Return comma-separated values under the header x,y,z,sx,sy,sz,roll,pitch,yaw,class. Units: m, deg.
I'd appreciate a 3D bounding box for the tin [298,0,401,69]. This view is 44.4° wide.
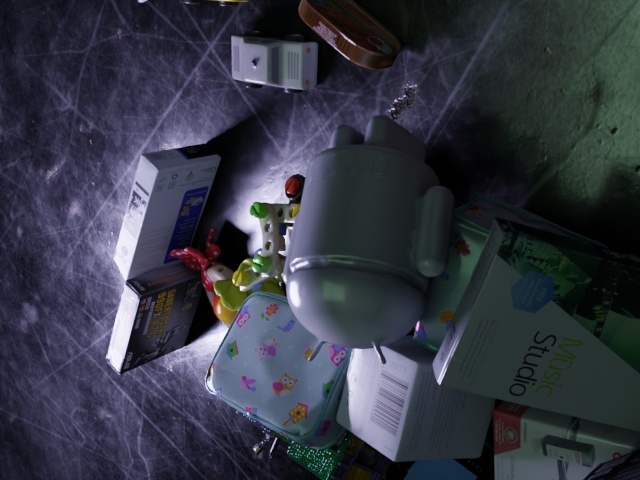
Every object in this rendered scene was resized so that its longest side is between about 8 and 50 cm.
x,y,z,sx,sy,sz,roll,pitch,yaw,class
0.045,-0.335,1.235,0.190,0.106,0.040,46,136,22,tin

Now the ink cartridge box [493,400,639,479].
x,y,z,sx,sy,sz,roll,pitch,yaw,class
0.375,0.330,1.168,0.217,0.092,0.159,6,108,37,ink cartridge box

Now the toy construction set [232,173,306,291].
x,y,z,sx,sy,sz,roll,pitch,yaw,class
0.000,0.000,1.348,0.327,0.151,0.215,7,83,32,toy construction set

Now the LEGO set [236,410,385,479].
x,y,z,sx,sy,sz,roll,pitch,yaw,class
0.021,0.310,1.423,0.331,0.192,0.255,13,73,37,LEGO set

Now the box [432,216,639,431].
x,y,z,sx,sy,sz,roll,pitch,yaw,class
0.336,0.118,1.016,0.321,0.058,0.232,13,115,-9,box

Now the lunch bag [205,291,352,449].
x,y,z,sx,sy,sz,roll,pitch,yaw,class
-0.043,0.209,1.322,0.279,0.108,0.224,17,73,39,lunch bag

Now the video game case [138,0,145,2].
x,y,z,sx,sy,sz,roll,pitch,yaw,class
-0.327,-0.564,1.543,0.157,0.019,0.143,-10,97,42,video game case

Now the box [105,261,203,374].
x,y,z,sx,sy,sz,roll,pitch,yaw,class
-0.353,0.164,1.686,0.056,0.183,0.231,40,126,26,box

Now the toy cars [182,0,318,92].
x,y,z,sx,sy,sz,roll,pitch,yaw,class
-0.159,-0.394,1.396,0.394,0.087,0.176,53,130,12,toy cars

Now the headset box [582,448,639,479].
x,y,z,sx,sy,sz,roll,pitch,yaw,class
0.474,0.383,0.930,0.283,0.131,0.246,59,138,12,headset box

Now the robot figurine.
x,y,z,sx,sy,sz,roll,pitch,yaw,class
0.061,0.002,1.129,0.299,0.199,0.354,-12,63,47,robot figurine

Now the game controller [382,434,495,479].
x,y,z,sx,sy,sz,roll,pitch,yaw,class
0.200,0.428,1.368,0.166,0.067,0.319,40,127,25,game controller

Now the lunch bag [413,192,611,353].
x,y,z,sx,sy,sz,roll,pitch,yaw,class
0.291,0.085,1.121,0.262,0.160,0.224,25,116,21,lunch bag

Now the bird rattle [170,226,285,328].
x,y,z,sx,sy,sz,roll,pitch,yaw,class
-0.194,0.106,1.574,0.253,0.143,0.207,20,132,39,bird rattle

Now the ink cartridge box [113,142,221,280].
x,y,z,sx,sy,sz,roll,pitch,yaw,class
-0.324,-0.038,1.608,0.065,0.165,0.333,40,125,25,ink cartridge box

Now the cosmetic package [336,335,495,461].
x,y,z,sx,sy,sz,roll,pitch,yaw,class
0.151,0.236,1.202,0.151,0.183,0.151,20,98,53,cosmetic package
